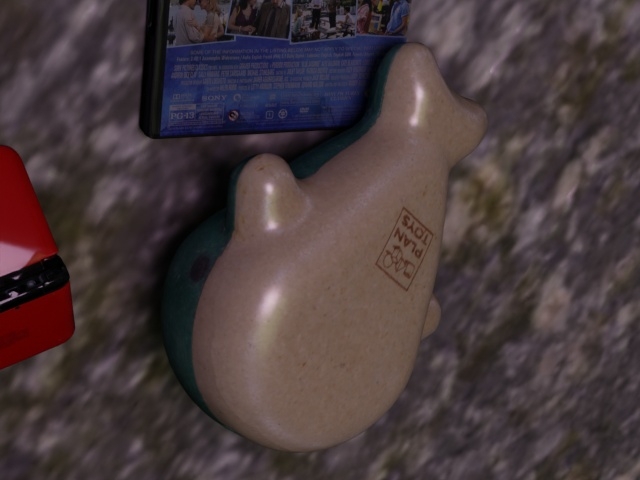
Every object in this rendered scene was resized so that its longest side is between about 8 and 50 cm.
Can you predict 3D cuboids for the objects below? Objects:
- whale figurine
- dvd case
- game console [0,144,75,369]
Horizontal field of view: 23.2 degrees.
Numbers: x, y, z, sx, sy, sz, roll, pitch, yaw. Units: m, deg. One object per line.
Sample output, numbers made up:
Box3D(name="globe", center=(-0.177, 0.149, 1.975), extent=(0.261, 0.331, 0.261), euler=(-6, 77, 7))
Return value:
Box3D(name="whale figurine", center=(0.000, 0.000, 1.018), extent=(0.216, 0.141, 0.272), euler=(38, 77, -44))
Box3D(name="dvd case", center=(-0.019, -0.188, 0.976), extent=(0.180, 0.022, 0.253), euler=(-5, 115, -26))
Box3D(name="game console", center=(-0.235, 0.028, 0.965), extent=(0.144, 0.085, 0.124), euler=(-22, 153, -18))
